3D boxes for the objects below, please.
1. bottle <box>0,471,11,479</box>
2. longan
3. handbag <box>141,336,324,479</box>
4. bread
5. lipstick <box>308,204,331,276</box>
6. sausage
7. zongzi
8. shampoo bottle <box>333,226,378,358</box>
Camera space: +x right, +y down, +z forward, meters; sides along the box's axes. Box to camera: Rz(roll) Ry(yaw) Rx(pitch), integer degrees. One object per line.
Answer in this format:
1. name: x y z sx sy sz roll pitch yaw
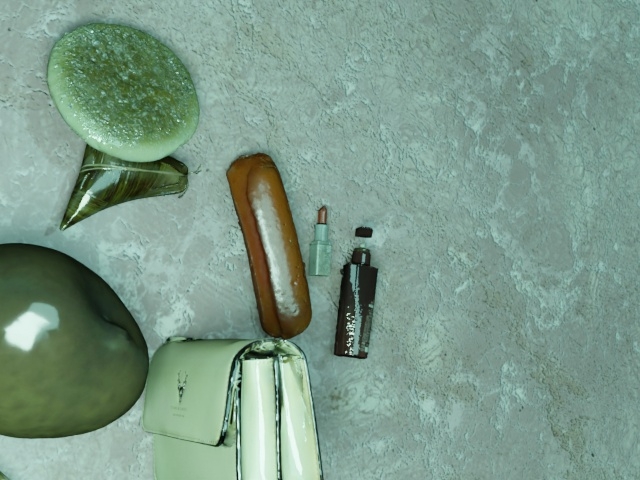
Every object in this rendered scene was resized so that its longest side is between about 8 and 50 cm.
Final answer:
1. bottle: -0.474 0.412 1.502 0.253 0.120 0.120 49 65 -18
2. longan: -0.409 0.145 1.480 0.350 0.288 0.288 33 70 -32
3. handbag: -0.147 0.264 1.563 0.160 0.358 0.236 0 85 -28
4. bread: -0.308 -0.244 1.646 0.267 0.040 0.267 19 53 -27
5. lipstick: 0.001 0.000 1.859 0.030 0.030 0.129 7 82 -29
6. sausage: -0.082 0.010 1.776 0.102 0.102 0.330 -14 92 -30
7. zongzi: -0.307 -0.070 1.657 0.187 0.084 0.184 22 74 -25
8. shampoo bottle: 0.066 0.094 1.866 0.067 0.068 0.236 11 80 -26
